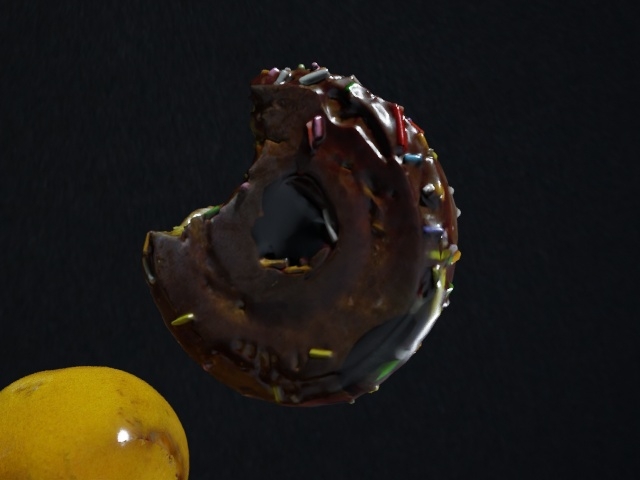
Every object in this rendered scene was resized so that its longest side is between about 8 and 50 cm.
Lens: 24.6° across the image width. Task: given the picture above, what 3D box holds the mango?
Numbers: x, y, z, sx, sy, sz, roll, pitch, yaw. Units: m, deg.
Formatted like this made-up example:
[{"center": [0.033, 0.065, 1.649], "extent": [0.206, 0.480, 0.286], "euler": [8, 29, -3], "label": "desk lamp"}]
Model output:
[{"center": [-0.173, 0.151, 1.006], "extent": [0.145, 0.219, 0.112], "euler": [-48, -60, -15], "label": "mango"}]

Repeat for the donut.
[{"center": [-0.001, 0.001, 1.017], "extent": [0.216, 0.096, 0.230], "euler": [29, -80, 20], "label": "donut"}]
